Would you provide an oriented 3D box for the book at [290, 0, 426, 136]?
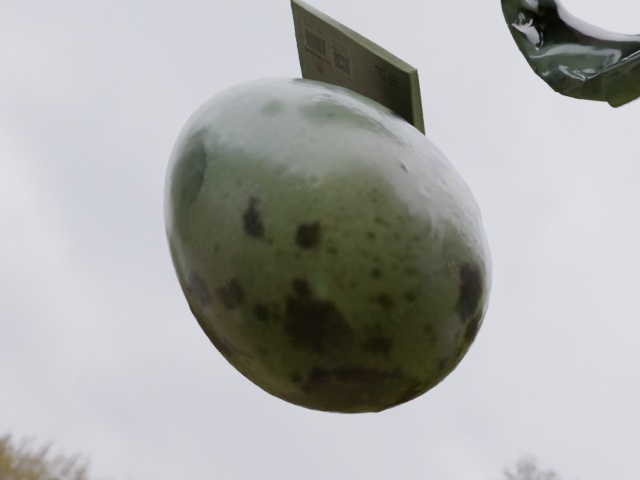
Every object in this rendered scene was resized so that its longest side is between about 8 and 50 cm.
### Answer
[{"bbox_3d":[0.052,-0.160,1.752,0.215,0.025,0.283,36,-25,29],"label":"book"}]

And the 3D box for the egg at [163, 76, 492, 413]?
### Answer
[{"bbox_3d":[0.000,0.000,1.595,0.428,0.345,0.345,46,-25,22],"label":"egg"}]

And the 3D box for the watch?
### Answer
[{"bbox_3d":[0.284,-0.237,1.243,0.253,0.161,0.241,23,-65,38],"label":"watch"}]
